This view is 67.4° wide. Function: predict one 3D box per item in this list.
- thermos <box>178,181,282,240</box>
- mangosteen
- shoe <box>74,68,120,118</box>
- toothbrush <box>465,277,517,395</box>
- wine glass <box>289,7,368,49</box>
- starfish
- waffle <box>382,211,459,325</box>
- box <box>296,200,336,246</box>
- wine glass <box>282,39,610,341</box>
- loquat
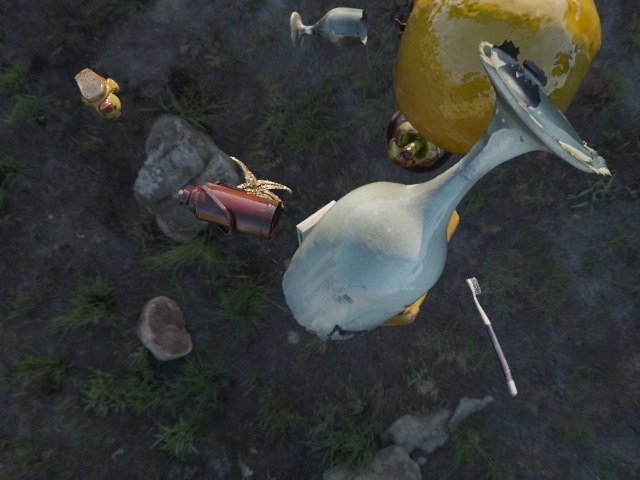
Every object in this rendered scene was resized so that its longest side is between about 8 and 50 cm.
[{"bbox_3d":[-0.210,-0.078,1.091,0.232,0.098,0.124,16,52,6],"label":"thermos"},{"bbox_3d":[0.259,-0.258,1.248,0.192,0.217,0.192,9,124,13],"label":"mangosteen"},{"bbox_3d":[-0.434,-0.291,0.947,0.109,0.069,0.072,30,77,22],"label":"shoe"},{"bbox_3d":[0.402,0.219,1.124,0.026,0.024,0.288,-24,61,19],"label":"toothbrush"},{"bbox_3d":[0.028,-0.684,1.551,0.241,0.126,0.126,3,86,18],"label":"wine glass"},{"bbox_3d":[-0.197,-0.158,1.440,0.238,0.213,0.057,53,137,17],"label":"starfish"},{"bbox_3d":[0.161,0.044,1.060,0.098,0.224,0.327,49,52,-20],"label":"waffle"},{"bbox_3d":[0.000,0.000,1.404,0.139,0.245,0.035,-36,61,-20],"label":"box"},{"bbox_3d":[0.088,-0.022,0.455,0.143,0.143,0.321,53,129,8],"label":"wine glass"},{"bbox_3d":[0.224,-0.253,0.653,0.275,0.275,0.274,-1,85,7],"label":"loquat"}]
